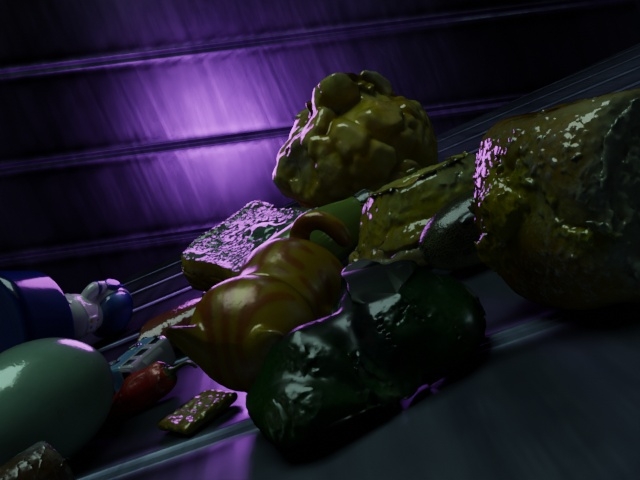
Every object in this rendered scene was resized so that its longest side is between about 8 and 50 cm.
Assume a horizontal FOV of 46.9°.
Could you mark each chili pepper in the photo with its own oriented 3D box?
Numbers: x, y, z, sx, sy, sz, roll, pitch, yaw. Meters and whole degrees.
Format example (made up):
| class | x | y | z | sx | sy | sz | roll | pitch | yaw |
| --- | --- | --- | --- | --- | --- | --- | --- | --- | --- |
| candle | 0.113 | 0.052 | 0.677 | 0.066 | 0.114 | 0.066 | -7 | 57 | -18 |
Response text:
| class | x | y | z | sx | sy | sz | roll | pitch | yaw |
| --- | --- | --- | --- | --- | --- | --- | --- | --- | --- |
| chili pepper | 0.042 | 0.098 | 0.723 | 0.264 | 0.116 | 0.148 | -26 | 12 | -9 |
| chili pepper | -0.264 | 0.217 | 1.069 | 0.191 | 0.050 | 0.059 | -31 | 24 | 6 |

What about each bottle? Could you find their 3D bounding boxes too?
| class | x | y | z | sx | sy | sz | roll | pitch | yaw |
| --- | --- | --- | --- | --- | --- | --- | --- | --- | --- |
| bottle | 0.000 | 0.000 | 1.362 | 0.260 | 0.112 | 0.112 | -34 | 11 | -13 |

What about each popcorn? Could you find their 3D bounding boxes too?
| class | x | y | z | sx | sy | sz | roll | pitch | yaw |
| --- | --- | --- | --- | --- | --- | --- | --- | --- | --- |
| popcorn | 0.091 | -0.178 | 1.640 | 0.344 | 0.354 | 0.390 | -43 | -41 | 20 |

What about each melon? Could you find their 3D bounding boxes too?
| class | x | y | z | sx | sy | sz | roll | pitch | yaw |
| --- | --- | --- | --- | --- | --- | --- | --- | --- | --- |
| melon | 0.210 | -0.015 | 1.016 | 0.162 | 0.099 | 0.099 | -31 | 9 | -5 |

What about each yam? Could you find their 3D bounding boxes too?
| class | x | y | z | sx | sy | sz | roll | pitch | yaw |
| --- | --- | --- | --- | --- | --- | --- | --- | --- | --- |
| yam | -0.339 | 0.281 | 0.794 | 0.079 | 0.079 | 0.141 | -17 | 9 | 43 |

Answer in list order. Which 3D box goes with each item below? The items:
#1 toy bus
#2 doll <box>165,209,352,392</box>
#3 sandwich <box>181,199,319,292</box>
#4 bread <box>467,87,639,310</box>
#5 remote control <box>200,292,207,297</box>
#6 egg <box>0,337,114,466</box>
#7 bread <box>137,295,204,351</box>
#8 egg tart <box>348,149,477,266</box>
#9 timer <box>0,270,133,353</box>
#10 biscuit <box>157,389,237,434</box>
| class | x | y | z | sx | sy | sz | roll | pitch | yaw |
| --- | --- | --- | --- | --- | --- | --- | --- | --- | --- |
| toy bus | -0.287 | 0.202 | 1.201 | 0.074 | 0.060 | 0.123 | -15 | 14 | 26 |
| doll | -0.056 | 0.091 | 0.920 | 0.166 | 0.162 | 0.270 | -11 | 21 | 21 |
| sandwich | -0.134 | 0.017 | 1.552 | 0.271 | 0.099 | 0.301 | -35 | 27 | -33 |
| bread | 0.250 | -0.037 | 0.709 | 0.176 | 0.196 | 0.246 | -23 | 7 | -19 |
| remote control | -0.208 | 0.109 | 1.634 | 0.065 | 0.029 | 0.166 | -6 | 10 | 15 |
| egg | -0.373 | 0.217 | 0.973 | 0.168 | 0.168 | 0.231 | -19 | 9 | 30 |
| bread | -0.260 | 0.157 | 1.369 | 0.192 | 0.067 | 0.119 | -27 | 9 | -18 |
| egg tart | 0.189 | -0.058 | 1.247 | 0.345 | 0.133 | 0.345 | -24 | 6 | 3 |
| timer | -0.595 | 0.178 | 1.716 | 0.270 | 0.271 | 0.383 | -18 | -4 | 35 |
| biscuit | -0.151 | 0.210 | 0.907 | 0.083 | 0.018 | 0.081 | -32 | 11 | -37 |
